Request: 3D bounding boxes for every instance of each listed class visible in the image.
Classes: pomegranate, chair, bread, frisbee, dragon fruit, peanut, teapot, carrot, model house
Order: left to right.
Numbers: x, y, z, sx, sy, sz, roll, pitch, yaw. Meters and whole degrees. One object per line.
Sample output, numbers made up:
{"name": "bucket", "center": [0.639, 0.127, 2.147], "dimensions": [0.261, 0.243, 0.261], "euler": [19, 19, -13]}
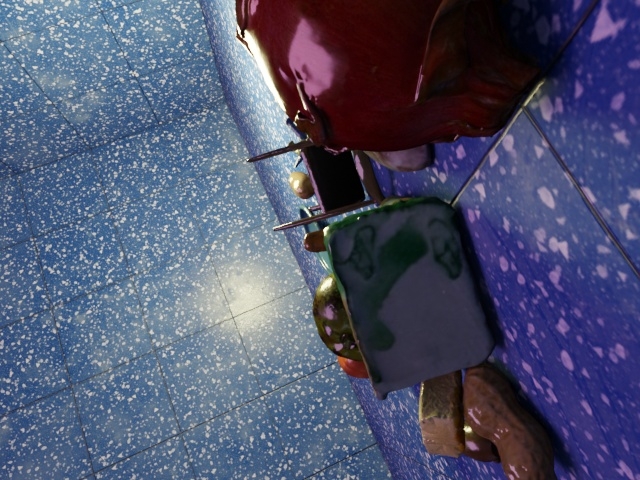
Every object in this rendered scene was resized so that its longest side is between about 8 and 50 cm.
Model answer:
{"name": "peanut", "center": [-0.062, -0.185, 1.544], "dimensions": [0.152, 0.076, 0.076], "euler": [-130, 20, -56]}
{"name": "frisbee", "center": [0.005, -0.002, 1.641], "dimensions": [0.290, 0.049, 0.289], "euler": [61, 170, 19]}
{"name": "chair", "center": [0.022, -0.138, 0.953], "dimensions": [0.272, 0.166, 0.188], "euler": [-11, 104, 37]}
{"name": "carrot", "center": [0.054, -0.016, 0.924], "dimensions": [0.060, 0.185, 0.060], "euler": [165, 90, -80]}
{"name": "pomegranate", "center": [0.076, 0.163, 1.133], "dimensions": [0.276, 0.203, 0.222], "euler": [-132, 29, -61]}
{"name": "dragon fruit", "center": [0.042, -0.201, 0.446], "dimensions": [0.315, 0.250, 0.250], "euler": [45, 172, -4]}
{"name": "model house", "center": [0.123, 0.059, 0.804], "dimensions": [0.325, 0.193, 0.268], "euler": [-108, 0, -83]}
{"name": "bread", "center": [0.207, 0.246, 0.789], "dimensions": [0.189, 0.068, 0.126], "euler": [-74, -25, -45]}
{"name": "teapot", "center": [0.301, 0.359, 0.832], "dimensions": [0.110, 0.085, 0.080], "euler": [42, 154, -19]}
{"name": "peanut", "center": [0.266, 0.268, 0.672], "dimensions": [0.089, 0.089, 0.193], "euler": [77, 167, -45]}

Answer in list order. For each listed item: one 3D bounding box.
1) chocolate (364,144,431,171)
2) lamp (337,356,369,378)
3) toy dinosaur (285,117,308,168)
{"name": "chocolate", "center": [0.063, -0.239, 0.656], "dimensions": [0.185, 0.100, 0.304], "euler": [47, 160, 58]}
{"name": "lamp", "center": [0.128, 0.281, 1.274], "dimensions": [0.187, 0.163, 0.188], "euler": [-177, 90, -79]}
{"name": "toy dinosaur", "center": [-0.021, -0.226, 1.240], "dimensions": [0.188, 0.075, 0.248], "euler": [57, 162, 19]}
